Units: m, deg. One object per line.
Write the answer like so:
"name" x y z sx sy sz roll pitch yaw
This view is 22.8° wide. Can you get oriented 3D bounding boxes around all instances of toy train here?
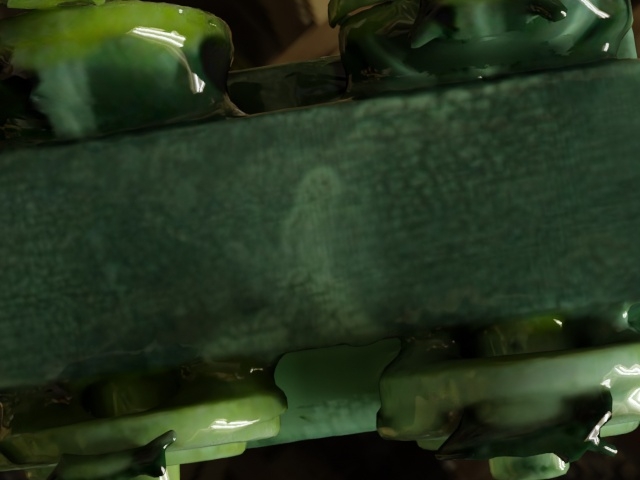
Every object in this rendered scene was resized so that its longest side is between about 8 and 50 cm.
"toy train" 0.000 0.000 0.503 0.271 0.159 0.188 -8 175 3
